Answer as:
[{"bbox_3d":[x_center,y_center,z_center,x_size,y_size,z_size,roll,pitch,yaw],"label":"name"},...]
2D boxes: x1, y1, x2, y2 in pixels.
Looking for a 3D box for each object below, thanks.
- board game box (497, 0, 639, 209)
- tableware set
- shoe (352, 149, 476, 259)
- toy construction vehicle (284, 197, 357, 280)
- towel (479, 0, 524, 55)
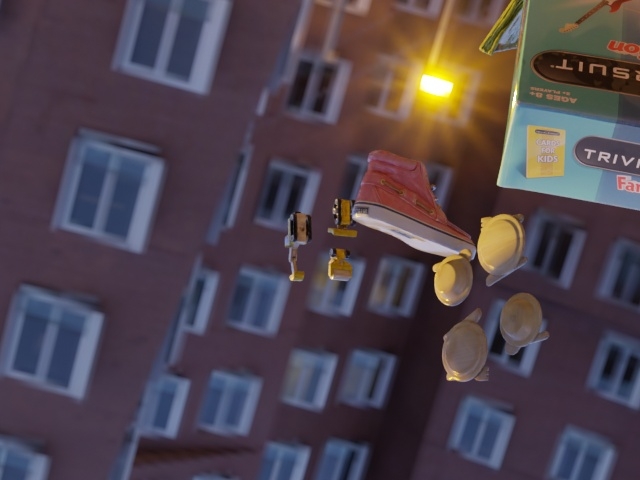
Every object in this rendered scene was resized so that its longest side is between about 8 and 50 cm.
[{"bbox_3d":[0.280,-0.148,1.327,0.254,0.079,0.336,10,-140,3],"label":"board game box"},{"bbox_3d":[0.171,0.060,1.781,0.020,0.168,0.141,12,150,-41],"label":"tableware set"},{"bbox_3d":[0.112,-0.038,1.890,0.178,0.081,0.063,22,167,-38],"label":"shoe"},{"bbox_3d":[0.000,0.000,2.019,0.086,0.098,0.035,2,169,-26],"label":"toy construction vehicle"},{"bbox_3d":[0.273,-0.298,2.331,0.021,0.102,0.237,38,-163,9],"label":"towel"}]
